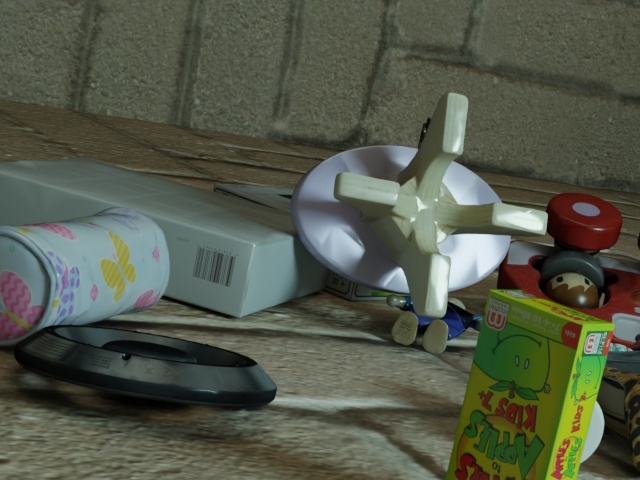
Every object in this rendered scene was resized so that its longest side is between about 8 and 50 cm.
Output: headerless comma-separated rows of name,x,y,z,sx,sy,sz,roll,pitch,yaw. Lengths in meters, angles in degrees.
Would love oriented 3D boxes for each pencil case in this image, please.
pencil case,-0.250,0.031,1.495,0.124,0.113,0.273,-5,3,18

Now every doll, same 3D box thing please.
doll,0.138,0.092,1.829,0.129,0.046,0.189,16,10,16

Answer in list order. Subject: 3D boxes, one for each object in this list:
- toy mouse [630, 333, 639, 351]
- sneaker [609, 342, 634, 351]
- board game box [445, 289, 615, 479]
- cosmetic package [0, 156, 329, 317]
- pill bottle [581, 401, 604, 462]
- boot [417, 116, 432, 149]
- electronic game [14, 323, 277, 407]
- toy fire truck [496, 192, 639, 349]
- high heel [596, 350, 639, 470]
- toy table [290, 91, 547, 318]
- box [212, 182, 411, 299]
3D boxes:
toy mouse,0.398,0.136,1.767,0.143,0.031,0.161,2,-31,39
sneaker,0.347,0.156,1.715,0.166,0.065,0.076,17,-10,-16
board game box,0.155,0.137,1.163,0.043,0.181,0.092,2,13,-46
cosmetic package,-0.202,-0.013,1.869,0.377,0.097,0.284,16,12,19
pill bottle,0.200,0.155,1.433,0.078,0.078,0.137,9,10,-20
boot,0.142,-0.069,2.227,0.091,0.229,0.263,14,9,12
electronic game,-0.151,0.112,1.330,0.229,0.048,0.229,11,1,0
toy fire truck,0.374,0.079,1.930,0.302,0.169,0.254,12,28,3
high heel,0.269,0.174,1.506,0.186,0.093,0.261,-8,15,20
toy table,0.119,-0.033,1.765,0.274,0.252,0.161,-2,-5,-19
box,0.000,0.000,2.075,0.290,0.087,0.169,19,12,40
